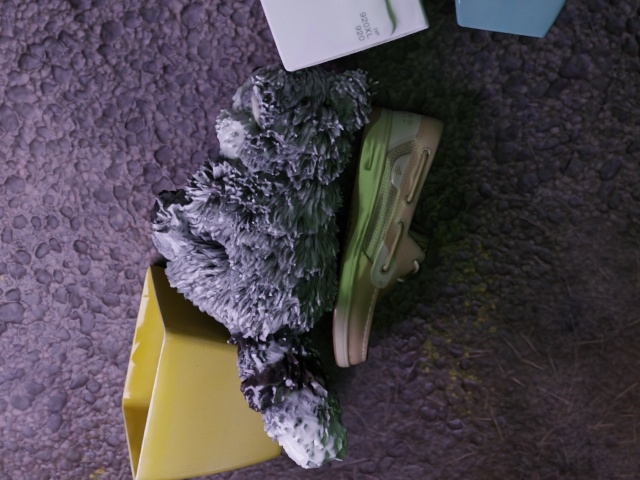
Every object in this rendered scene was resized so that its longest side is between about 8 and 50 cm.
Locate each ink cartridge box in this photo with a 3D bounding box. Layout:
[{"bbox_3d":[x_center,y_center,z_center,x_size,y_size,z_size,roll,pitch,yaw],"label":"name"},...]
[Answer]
[{"bbox_3d":[0.016,-0.318,1.690,0.168,0.232,0.171,-18,108,7],"label":"ink cartridge box"}]

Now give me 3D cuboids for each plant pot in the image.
[{"bbox_3d":[0.228,-0.364,1.711,0.165,0.165,0.234,8,117,-1],"label":"plant pot"},{"bbox_3d":[-0.138,0.175,1.900,0.187,0.212,0.212,7,111,-16],"label":"plant pot"}]

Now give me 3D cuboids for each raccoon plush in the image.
[{"bbox_3d":[0.000,0.000,1.734,0.446,0.216,0.299,56,135,14],"label":"raccoon plush"}]

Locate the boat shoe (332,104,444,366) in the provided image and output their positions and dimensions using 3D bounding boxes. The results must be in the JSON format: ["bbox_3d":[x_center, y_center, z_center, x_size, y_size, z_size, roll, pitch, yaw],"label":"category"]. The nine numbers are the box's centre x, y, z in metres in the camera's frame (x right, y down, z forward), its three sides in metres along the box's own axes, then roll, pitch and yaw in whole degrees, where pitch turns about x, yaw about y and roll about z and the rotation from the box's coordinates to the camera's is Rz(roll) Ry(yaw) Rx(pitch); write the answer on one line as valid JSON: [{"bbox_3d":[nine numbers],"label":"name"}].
[{"bbox_3d":[0.082,0.006,1.866,0.110,0.121,0.341,9,109,-1],"label":"boat shoe"}]
